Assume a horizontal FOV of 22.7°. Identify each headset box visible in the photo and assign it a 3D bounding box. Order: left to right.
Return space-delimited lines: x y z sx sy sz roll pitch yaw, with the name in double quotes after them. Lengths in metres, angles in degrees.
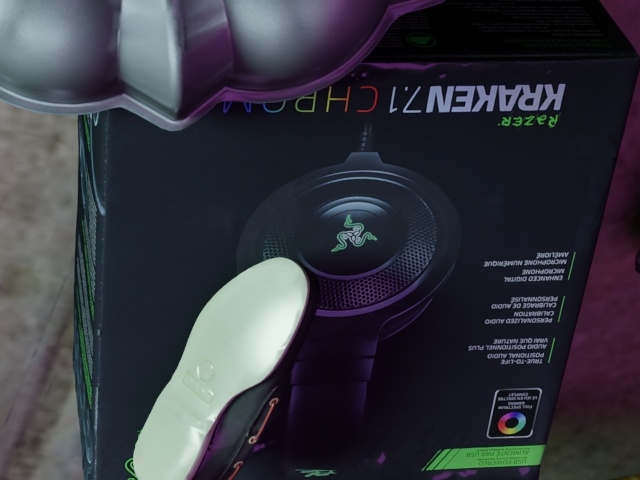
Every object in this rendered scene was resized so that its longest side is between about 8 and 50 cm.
0.000 0.000 0.812 0.246 0.131 0.283 -1 125 -13 "headset box"

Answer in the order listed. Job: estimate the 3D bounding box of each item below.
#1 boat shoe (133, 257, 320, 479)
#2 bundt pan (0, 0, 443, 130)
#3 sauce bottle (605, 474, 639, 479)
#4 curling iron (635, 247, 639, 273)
-0.038 0.063 0.741 0.042 0.049 0.133 7 121 -51 "boat shoe"
-0.064 -0.198 0.577 0.331 0.124 0.330 -1 100 -5 "bundt pan"
0.167 0.181 1.042 0.128 0.042 0.042 -9 127 -11 "sauce bottle"
0.223 -0.077 0.845 0.035 0.068 0.274 24 133 11 "curling iron"
